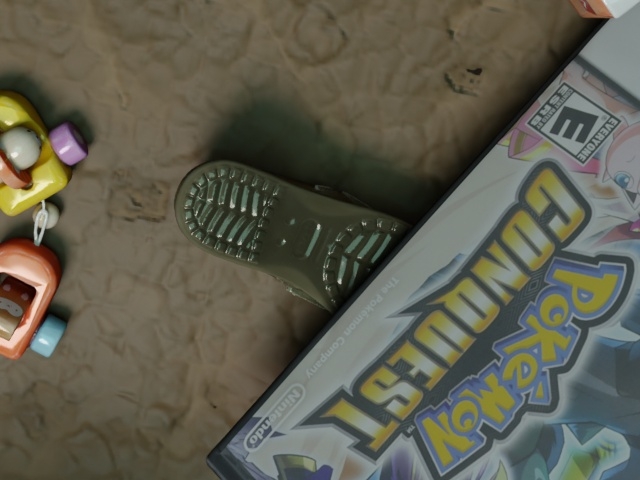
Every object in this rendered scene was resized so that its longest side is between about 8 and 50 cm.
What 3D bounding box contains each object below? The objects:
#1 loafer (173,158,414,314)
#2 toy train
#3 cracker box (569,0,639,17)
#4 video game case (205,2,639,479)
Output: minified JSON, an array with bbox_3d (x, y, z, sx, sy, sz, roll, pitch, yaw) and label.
[{"bbox_3d":[0.000,0.000,0.631,0.148,0.050,0.056,29,96,-24],"label":"loafer"},{"bbox_3d":[-0.175,-0.017,0.625,0.166,0.046,0.125,33,102,-9],"label":"toy train"},{"bbox_3d":[0.156,-0.217,0.550,0.232,0.067,0.155,-38,99,5],"label":"cracker box"},{"bbox_3d":[0.121,0.064,0.537,0.275,0.248,0.035,-48,145,0],"label":"video game case"}]
